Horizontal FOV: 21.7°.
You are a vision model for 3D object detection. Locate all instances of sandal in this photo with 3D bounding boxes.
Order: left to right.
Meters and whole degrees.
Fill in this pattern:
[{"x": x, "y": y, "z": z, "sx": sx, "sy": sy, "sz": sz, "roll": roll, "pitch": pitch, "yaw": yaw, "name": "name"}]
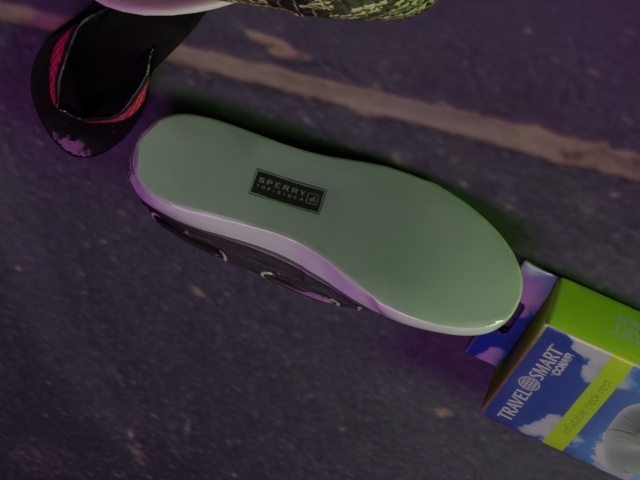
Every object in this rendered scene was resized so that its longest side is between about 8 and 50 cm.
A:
[{"x": -0.117, "y": -0.096, "z": 0.906, "sx": 0.067, "sy": 0.040, "sz": 0.179, "roll": 33, "pitch": 141, "yaw": -10, "name": "sandal"}]

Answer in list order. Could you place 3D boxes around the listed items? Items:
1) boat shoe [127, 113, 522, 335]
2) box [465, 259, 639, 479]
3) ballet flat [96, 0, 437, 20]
[{"x": 0.000, "y": 0.000, "z": 0.934, "sx": 0.228, "sy": 0.080, "sz": 0.076, "roll": 18, "pitch": 159, "yaw": 4, "name": "boat shoe"}, {"x": 0.176, "y": 0.088, "z": 0.964, "sx": 0.178, "sy": 0.042, "sz": 0.109, "roll": 24, "pitch": 142, "yaw": -1, "name": "box"}, {"x": -0.161, "y": -0.176, "z": 0.765, "sx": 0.482, "sy": 0.164, "sz": 0.182, "roll": 13, "pitch": 161, "yaw": 12, "name": "ballet flat"}]
